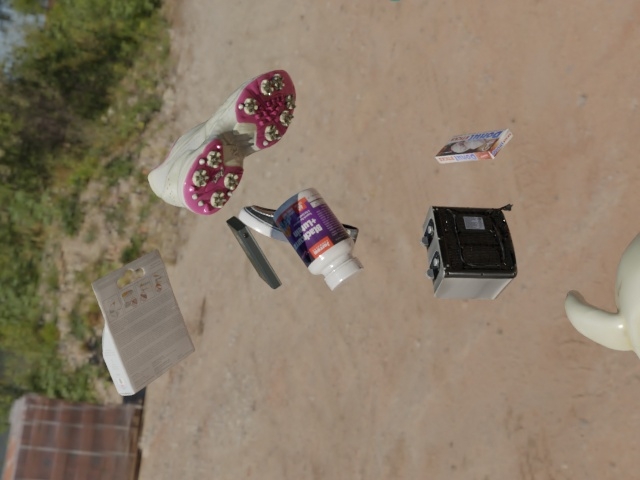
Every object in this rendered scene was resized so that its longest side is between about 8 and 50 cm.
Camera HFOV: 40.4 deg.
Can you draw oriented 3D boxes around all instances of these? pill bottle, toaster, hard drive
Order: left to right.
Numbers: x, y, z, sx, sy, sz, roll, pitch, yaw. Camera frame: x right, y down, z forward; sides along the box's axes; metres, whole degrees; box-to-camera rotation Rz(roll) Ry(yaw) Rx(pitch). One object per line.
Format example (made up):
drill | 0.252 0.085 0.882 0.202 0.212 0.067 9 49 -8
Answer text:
hard drive | -0.125 0.023 1.623 0.135 0.022 0.094 61 169 -22
pill bottle | 0.000 0.000 1.735 0.193 0.108 0.108 54 147 10
toaster | 0.300 0.021 1.740 0.110 0.185 0.168 111 157 -57

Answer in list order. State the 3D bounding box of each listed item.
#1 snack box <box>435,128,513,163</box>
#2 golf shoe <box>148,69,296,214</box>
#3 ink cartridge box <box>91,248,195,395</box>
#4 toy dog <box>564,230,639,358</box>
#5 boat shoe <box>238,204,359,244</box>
snack box | 0.293 -0.180 1.675 0.064 0.022 0.178 -47 20 -17
golf shoe | -0.155 -0.169 1.376 0.140 0.115 0.306 7 47 39
ink cartridge box | -0.358 0.159 1.718 0.066 0.189 0.232 -13 103 38
toy dog | 0.549 0.008 1.162 0.395 0.285 0.408 -23 23 34
boat shoe | -0.052 -0.045 2.179 0.108 0.301 0.102 -65 -5 -74
